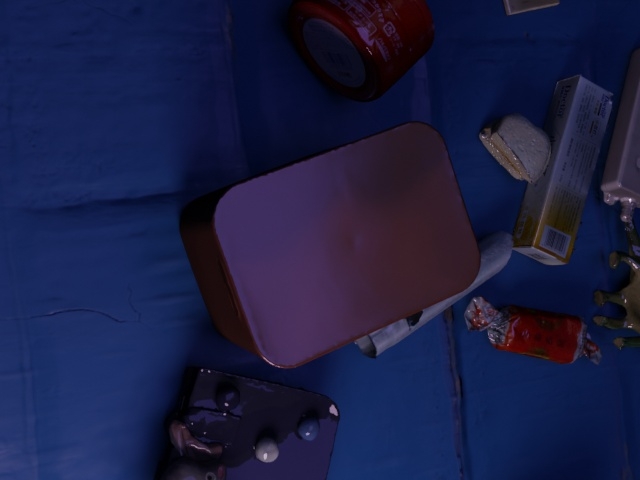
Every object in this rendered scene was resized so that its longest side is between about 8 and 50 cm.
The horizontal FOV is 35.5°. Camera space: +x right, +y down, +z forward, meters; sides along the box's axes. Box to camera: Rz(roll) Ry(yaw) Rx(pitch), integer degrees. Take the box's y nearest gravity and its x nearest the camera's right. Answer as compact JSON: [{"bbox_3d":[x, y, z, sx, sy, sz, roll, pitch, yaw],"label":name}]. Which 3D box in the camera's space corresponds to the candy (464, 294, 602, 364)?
[{"bbox_3d":[0.359,0.152,1.645,0.292,0.059,0.086,13,84,-24],"label":"candy"}]

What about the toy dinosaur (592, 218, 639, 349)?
[{"bbox_3d":[0.624,0.128,1.747,0.300,0.087,0.447,7,79,-19],"label":"toy dinosaur"}]

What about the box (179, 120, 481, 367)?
[{"bbox_3d":[0.000,0.000,1.371,0.339,0.229,0.239,-22,98,-21],"label":"box"}]

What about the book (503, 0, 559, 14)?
[{"bbox_3d":[0.351,-0.427,1.685,0.111,0.014,0.077,-17,95,-26],"label":"book"}]

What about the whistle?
[{"bbox_3d":[0.184,0.080,1.561,0.312,0.062,0.062,-32,102,-24],"label":"whistle"}]

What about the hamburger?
[{"bbox_3d":[0.330,-0.158,1.638,0.084,0.054,0.121,-43,94,-25],"label":"hamburger"}]

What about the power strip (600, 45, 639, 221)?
[{"bbox_3d":[0.566,-0.193,1.744,0.098,0.058,0.338,22,75,-19],"label":"power strip"}]

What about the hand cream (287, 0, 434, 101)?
[{"bbox_3d":[0.056,-0.306,1.442,0.125,0.193,0.193,-43,106,-19],"label":"hand cream"}]

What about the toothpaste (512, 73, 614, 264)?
[{"bbox_3d":[0.407,-0.119,1.672,0.089,0.071,0.313,22,79,-21],"label":"toothpaste"}]

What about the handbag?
[{"bbox_3d":[-0.126,0.349,1.376,0.269,0.118,0.326,15,80,-24],"label":"handbag"}]
